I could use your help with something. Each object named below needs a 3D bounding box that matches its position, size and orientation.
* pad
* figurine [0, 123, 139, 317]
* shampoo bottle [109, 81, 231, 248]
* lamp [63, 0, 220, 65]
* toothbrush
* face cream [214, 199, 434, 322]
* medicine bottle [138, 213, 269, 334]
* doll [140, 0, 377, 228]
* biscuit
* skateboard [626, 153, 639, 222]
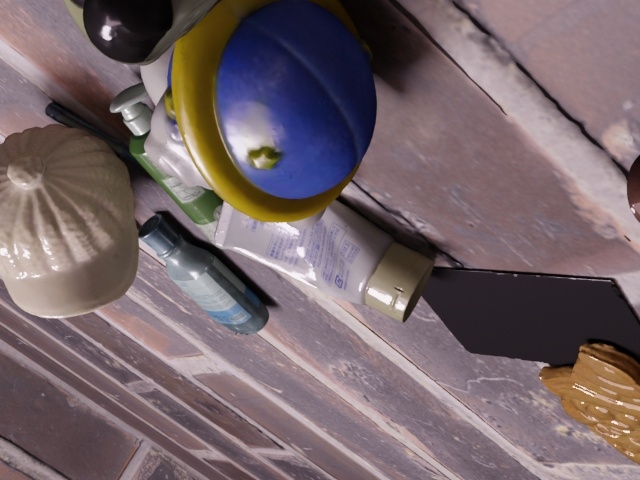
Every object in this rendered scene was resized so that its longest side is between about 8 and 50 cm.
[{"bbox_3d":[0.208,0.081,0.849,0.243,0.004,0.163,2,142,46],"label":"pad"},{"bbox_3d":[-0.310,-0.029,1.008,0.204,0.185,0.332,52,169,-14],"label":"figurine"},{"bbox_3d":[-0.142,-0.077,0.884,0.065,0.065,0.204,6,145,42],"label":"shampoo bottle"},{"bbox_3d":[-0.153,-0.211,0.458,0.244,0.198,0.198,45,153,-7],"label":"lamp"},{"bbox_3d":[-0.219,-0.101,0.969,0.219,0.019,0.016,28,120,7],"label":"toothbrush"},{"bbox_3d":[0.000,0.000,0.856,0.224,0.070,0.114,26,120,14],"label":"face cream"},{"bbox_3d":[-0.157,0.048,1.133,0.090,0.054,0.208,0,139,50],"label":"medicine bottle"},{"bbox_3d":[-0.052,-0.080,0.659,0.242,0.159,0.311,11,150,36],"label":"doll"},{"bbox_3d":[0.315,0.180,0.883,0.162,0.035,0.250,13,153,42],"label":"biscuit"},{"bbox_3d":[0.254,-0.005,0.584,0.151,0.067,0.080,42,162,-31],"label":"skateboard"}]
